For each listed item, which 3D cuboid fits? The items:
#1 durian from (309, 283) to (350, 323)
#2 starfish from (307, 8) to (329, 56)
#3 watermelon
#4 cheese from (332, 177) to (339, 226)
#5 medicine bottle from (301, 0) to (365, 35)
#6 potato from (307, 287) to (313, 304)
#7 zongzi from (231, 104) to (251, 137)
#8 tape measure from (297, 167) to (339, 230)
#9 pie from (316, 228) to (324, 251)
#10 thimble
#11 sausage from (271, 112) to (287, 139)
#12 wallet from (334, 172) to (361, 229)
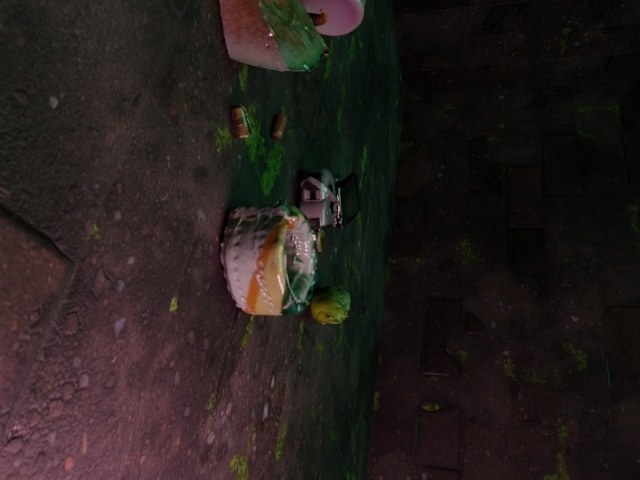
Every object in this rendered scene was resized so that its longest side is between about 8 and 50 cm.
[{"bbox_3d":[0.032,0.222,1.724,0.250,0.139,0.101,-43,126,-69],"label":"durian"},{"bbox_3d":[-0.061,-0.570,1.307,0.056,0.213,0.238,-59,139,-19],"label":"starfish"},{"bbox_3d":[-0.131,-0.522,1.174,0.301,0.151,0.264,63,30,-23],"label":"watermelon"},{"bbox_3d":[0.059,-0.148,1.957,0.065,0.044,0.193,-57,145,-66],"label":"cheese"},{"bbox_3d":[0.050,-0.850,1.593,0.212,0.212,0.325,50,45,-66],"label":"medicine bottle"},{"bbox_3d":[-0.092,0.121,1.413,0.200,0.081,0.163,53,49,-60],"label":"potato"},{"bbox_3d":[-0.180,-0.279,1.169,0.083,0.040,0.076,-74,154,-73],"label":"zongzi"},{"bbox_3d":[-0.006,-0.137,1.620,0.236,0.120,0.196,-26,114,-76],"label":"tape measure"},{"bbox_3d":[0.000,0.000,1.809,0.084,0.020,0.084,2,90,-74],"label":"pie"},{"bbox_3d":[-0.113,0.040,1.179,0.254,0.168,0.288,-71,157,-47],"label":"thimble"},{"bbox_3d":[-0.114,-0.317,1.386,0.034,0.034,0.083,64,32,-57],"label":"sausage"},{"bbox_3d":[0.102,-0.158,1.952,0.318,0.045,0.172,-47,131,-65],"label":"wallet"}]
